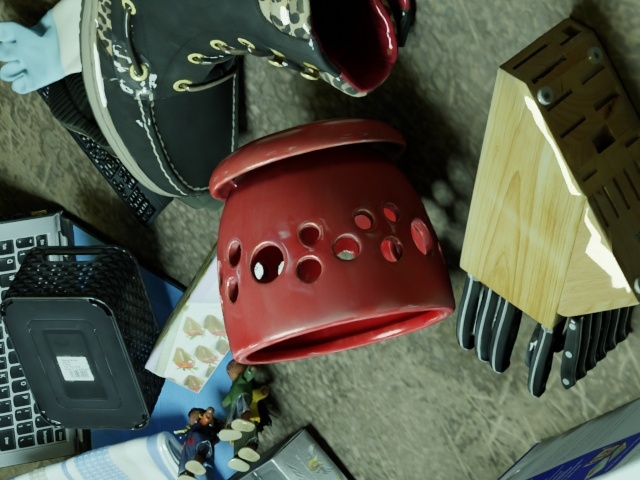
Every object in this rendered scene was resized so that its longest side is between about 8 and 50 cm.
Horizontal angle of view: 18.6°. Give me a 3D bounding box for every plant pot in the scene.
[{"bbox_3d":[0.000,0.000,1.612,0.191,0.191,0.174,-29,74,55],"label":"plant pot"}]

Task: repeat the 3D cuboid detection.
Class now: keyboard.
[{"bbox_3d":[-0.226,-0.098,1.953,0.192,0.038,0.100,50,145,3],"label":"keyboard"}]

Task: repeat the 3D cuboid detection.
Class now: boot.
[{"bbox_3d":[-0.064,-0.173,1.620,0.284,0.138,0.377,21,129,38],"label":"boot"},{"bbox_3d":[-0.178,-0.100,1.873,0.137,0.077,0.198,40,-173,-37],"label":"boot"}]

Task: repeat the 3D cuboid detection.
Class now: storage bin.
[{"bbox_3d":[-0.235,0.099,1.966,0.122,0.084,0.180,-1,129,17],"label":"storage bin"}]

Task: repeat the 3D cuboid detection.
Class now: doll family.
[{"bbox_3d":[-0.103,0.197,1.995,0.076,0.111,0.193,30,125,-27],"label":"doll family"}]

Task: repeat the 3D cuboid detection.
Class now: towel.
[{"bbox_3d":[-0.223,0.319,2.186,0.285,0.034,0.209,-19,121,30],"label":"towel"}]

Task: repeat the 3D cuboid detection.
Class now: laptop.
[{"bbox_3d":[-0.308,0.186,2.131,0.236,0.407,0.382,-113,18,-47],"label":"laptop"}]

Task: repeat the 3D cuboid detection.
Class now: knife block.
[{"bbox_3d":[0.162,-0.013,1.525,0.242,0.088,0.276,-13,110,52],"label":"knife block"}]

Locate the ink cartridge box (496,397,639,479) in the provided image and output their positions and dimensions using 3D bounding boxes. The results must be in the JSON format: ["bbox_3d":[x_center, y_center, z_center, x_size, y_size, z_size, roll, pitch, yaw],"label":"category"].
[{"bbox_3d":[0.233,0.186,1.549,0.065,0.165,0.332,53,146,-2],"label":"ink cartridge box"}]

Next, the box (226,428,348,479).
[{"bbox_3d":[0.001,0.321,2.024,0.231,0.056,0.183,49,145,1],"label":"box"}]

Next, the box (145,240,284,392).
[{"bbox_3d":[-0.082,0.038,1.846,0.063,0.067,0.324,26,142,-8],"label":"box"}]

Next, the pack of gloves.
[{"bbox_3d":[-0.267,-0.250,1.878,0.232,0.046,0.195,-11,96,53],"label":"pack of gloves"}]
